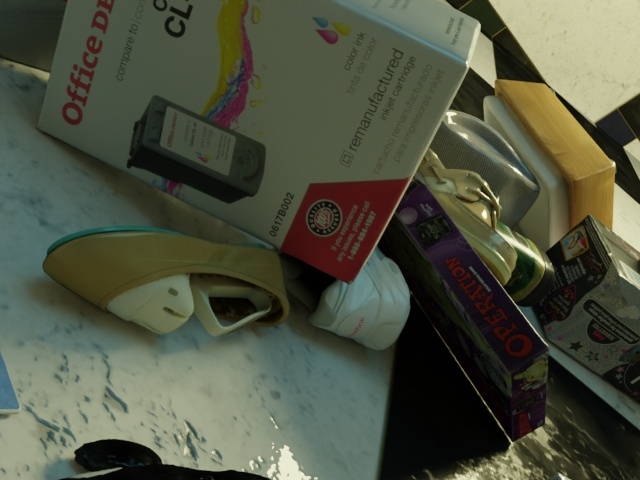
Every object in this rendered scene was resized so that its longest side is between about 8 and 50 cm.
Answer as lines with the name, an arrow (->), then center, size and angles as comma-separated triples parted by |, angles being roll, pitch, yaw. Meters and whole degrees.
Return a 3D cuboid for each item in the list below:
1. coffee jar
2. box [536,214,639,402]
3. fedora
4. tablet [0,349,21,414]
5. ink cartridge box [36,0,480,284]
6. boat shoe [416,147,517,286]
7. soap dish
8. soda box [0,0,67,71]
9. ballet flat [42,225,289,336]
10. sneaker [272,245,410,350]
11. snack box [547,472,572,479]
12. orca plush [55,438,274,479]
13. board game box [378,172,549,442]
coffee jar -> 0.228, 0.016, 1.207 | 0.184, 0.079, 0.096 | 29, 24, -27
box -> 0.438, 0.112, 1.300 | 0.247, 0.142, 0.163 | 33, 27, -21
fedora -> 0.228, -0.095, 1.337 | 0.275, 0.124, 0.244 | 38, 24, -10
tablet -> -0.212, 0.076, 0.508 | 0.083, 0.006, 0.054 | 13, 37, -50
ink cartridge box -> -0.054, -0.136, 0.754 | 0.306, 0.226, 0.131 | 25, 31, -1
boat shoe -> 0.159, -0.042, 1.069 | 0.109, 0.098, 0.302 | 51, 0, -25
soap dish -> 0.375, -0.107, 1.479 | 0.291, 0.118, 0.229 | -112, -176, -47
soda box -> -0.263, -0.224, 0.821 | 0.286, 0.098, 0.091 | 11, 39, -52
ballet flat -> -0.098, 0.035, 0.675 | 0.232, 0.080, 0.073 | 4, 58, -54
sneaker -> 0.000, 0.000, 0.873 | 0.115, 0.090, 0.232 | 14, 32, -34
snack box -> 0.205, 0.280, 0.744 | 0.022, 0.064, 0.178 | 33, 26, -24
orca plush -> -0.098, 0.136, 0.465 | 0.287, 0.102, 0.151 | 27, 28, -32
board game box -> 0.118, 0.027, 0.936 | 0.347, 0.056, 0.208 | 58, -1, 31
